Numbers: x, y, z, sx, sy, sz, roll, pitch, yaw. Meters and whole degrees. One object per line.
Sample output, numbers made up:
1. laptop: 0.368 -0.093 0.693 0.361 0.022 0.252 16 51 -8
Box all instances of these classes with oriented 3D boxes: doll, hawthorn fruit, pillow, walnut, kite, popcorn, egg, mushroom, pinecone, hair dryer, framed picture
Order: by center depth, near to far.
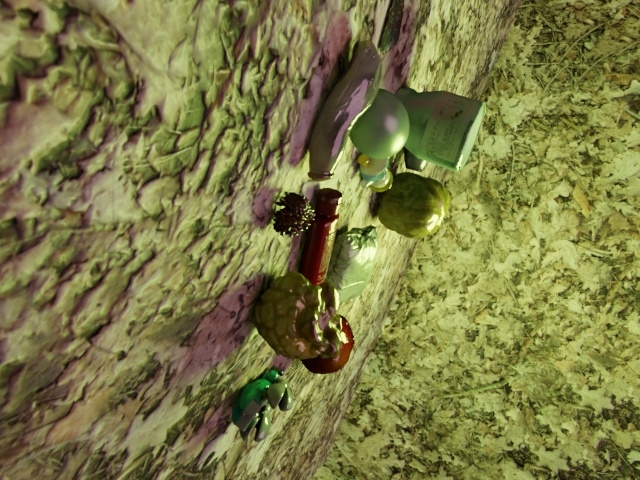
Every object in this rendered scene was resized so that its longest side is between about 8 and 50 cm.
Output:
1. pinecone: -0.068 -0.059 1.104 0.109 0.102 0.102 -55 161 1
2. mushroom: 0.052 -0.308 1.123 0.109 0.097 0.352 18 99 -49
3. popcorn: -0.045 0.214 1.250 0.237 0.251 0.206 -66 167 13
4. kite: 0.214 -0.657 1.255 0.152 0.015 0.286 -47 156 -49
5. egg: 0.154 -0.316 1.262 0.168 0.168 0.231 -63 154 -7
6. doll: -0.158 0.473 1.397 0.258 0.153 0.195 -53 171 -44
7. doll: 0.188 -0.231 1.560 0.241 0.098 0.135 47 46 -71
8. pillow: 0.097 0.093 1.637 0.283 0.138 0.310 -21 133 -57
9. hawthorn fruit: 0.012 0.378 1.663 0.215 0.215 0.249 -69 162 8
10. framed picture: 0.302 -0.377 1.810 0.203 0.015 0.150 -67 161 3
11. walnut: 0.378 -0.144 1.908 0.282 0.276 0.254 0 108 -57
12. hair dryer: 0.446 -0.443 2.030 0.361 0.121 0.301 -13 117 -78

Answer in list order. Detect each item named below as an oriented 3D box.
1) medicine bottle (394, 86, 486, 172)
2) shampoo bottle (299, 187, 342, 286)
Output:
1. medicine bottle: 0.385 -0.392 1.597 0.245 0.289 0.245 -52 155 -37
2. shampoo bottle: -0.001 0.000 1.366 0.118 0.076 0.314 -38 146 -52
